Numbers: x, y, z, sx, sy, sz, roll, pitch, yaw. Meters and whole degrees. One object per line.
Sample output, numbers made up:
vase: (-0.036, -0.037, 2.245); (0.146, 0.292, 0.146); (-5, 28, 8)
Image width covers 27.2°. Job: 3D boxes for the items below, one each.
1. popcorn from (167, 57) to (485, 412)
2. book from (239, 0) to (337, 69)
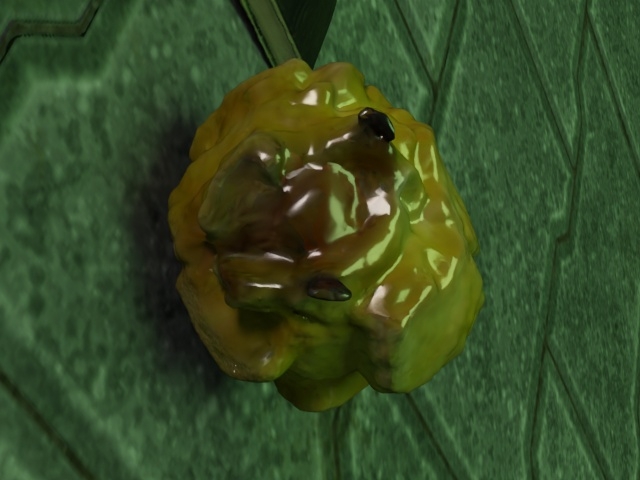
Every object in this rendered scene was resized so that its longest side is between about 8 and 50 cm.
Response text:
popcorn: (0.000, 0.000, 0.630); (0.167, 0.148, 0.152); (54, -9, 4)
book: (-0.032, -0.225, 0.731); (0.228, 0.024, 0.160); (62, 36, -45)
